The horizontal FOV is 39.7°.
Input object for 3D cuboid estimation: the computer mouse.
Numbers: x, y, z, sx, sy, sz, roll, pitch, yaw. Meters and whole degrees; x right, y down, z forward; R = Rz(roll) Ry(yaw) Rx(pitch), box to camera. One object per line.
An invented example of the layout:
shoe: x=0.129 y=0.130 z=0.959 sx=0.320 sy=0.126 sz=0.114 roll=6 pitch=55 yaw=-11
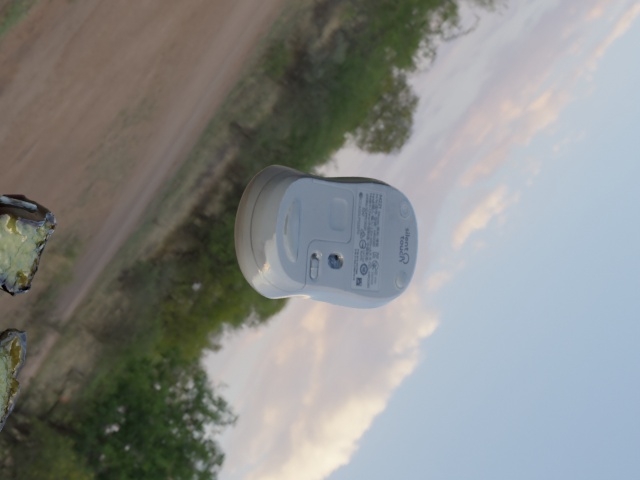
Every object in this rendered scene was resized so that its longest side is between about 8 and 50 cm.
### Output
computer mouse: x=0.000 y=0.000 z=1.161 sx=0.121 sy=0.296 sz=0.184 roll=-4 pitch=-94 yaw=44

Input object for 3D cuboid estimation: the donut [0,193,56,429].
donut: x=-0.514 y=0.088 z=1.216 sx=0.136 sy=0.259 sz=0.345 roll=38 pitch=63 yaw=-61
